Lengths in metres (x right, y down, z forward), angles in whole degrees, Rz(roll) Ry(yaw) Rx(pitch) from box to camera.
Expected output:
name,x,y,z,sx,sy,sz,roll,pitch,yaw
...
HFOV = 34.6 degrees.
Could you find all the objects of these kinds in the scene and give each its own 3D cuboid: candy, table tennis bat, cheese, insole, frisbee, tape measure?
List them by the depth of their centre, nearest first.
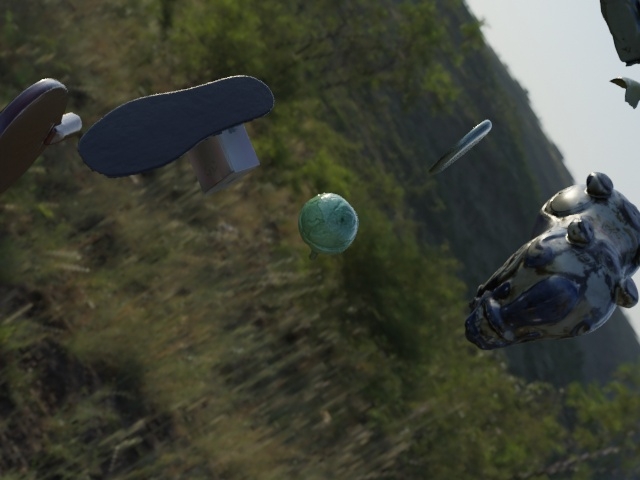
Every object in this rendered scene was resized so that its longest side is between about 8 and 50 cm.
name,x,y,z,sx,sy,sz,roll,pitch,yaw
frisbee,0.195,-0.127,1.424,0.014,0.110,0.110,50,9,4
insole,-0.194,-0.167,1.427,0.327,0.007,0.111,-27,74,-37
table tennis bat,-0.417,-0.148,1.481,0.038,0.200,0.310,35,15,-1
tape measure,0.484,-0.464,1.691,0.330,0.084,0.164,63,38,-22
cheese,0.618,-0.299,2.043,0.060,0.041,0.084,21,39,-22
candy,0.000,0.000,2.146,0.119,0.119,0.440,58,-11,7

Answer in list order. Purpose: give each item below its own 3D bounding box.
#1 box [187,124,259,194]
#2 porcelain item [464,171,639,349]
name,x,y,z,sx,sy,sz,roll,pitch,yaw
box,-0.165,-0.152,1.606,0.130,0.051,0.129,-27,-95,60
porcelain item,0.288,0.037,1.225,0.138,0.186,0.288,52,34,-3
